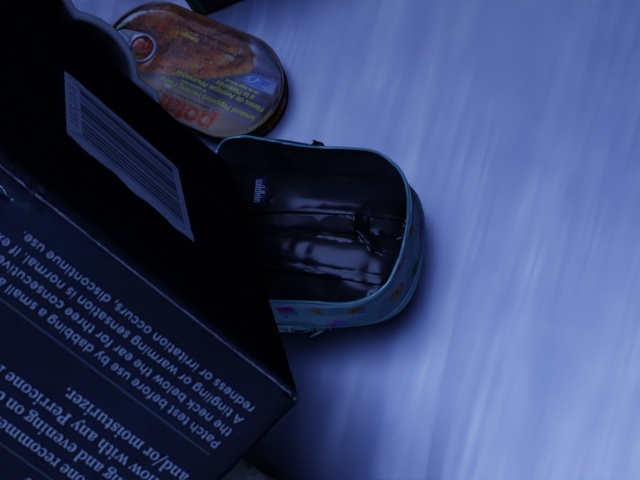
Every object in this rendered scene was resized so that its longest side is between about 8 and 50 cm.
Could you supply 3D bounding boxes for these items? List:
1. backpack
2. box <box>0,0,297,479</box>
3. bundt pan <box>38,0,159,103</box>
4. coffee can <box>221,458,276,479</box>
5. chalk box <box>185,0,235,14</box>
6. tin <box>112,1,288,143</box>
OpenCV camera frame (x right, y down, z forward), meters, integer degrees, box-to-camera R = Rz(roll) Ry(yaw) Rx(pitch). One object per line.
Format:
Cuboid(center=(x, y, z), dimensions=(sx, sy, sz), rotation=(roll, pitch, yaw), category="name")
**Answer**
Cuboid(center=(0.000, 0.000, 1.519), dimensions=(0.188, 0.144, 0.165), rotation=(0, 67, 23), category="backpack")
Cuboid(center=(-0.301, 0.097, 1.270), dimensions=(0.297, 0.480, 0.472), rotation=(41, 100, -21), category="box")
Cuboid(center=(-0.307, -0.077, 1.574), dimensions=(0.331, 0.124, 0.330), rotation=(-1, 95, -10), category="bundt pan")
Cuboid(center=(-0.082, 0.280, 1.392), dimensions=(0.202, 0.275, 0.201), rotation=(-3, 74, 11), category="coffee can")
Cuboid(center=(-0.091, -0.344, 1.618), dimensions=(0.289, 0.180, 0.179), rotation=(-21, 72, 4), category="chalk box")
Cuboid(center=(-0.120, -0.158, 1.648), dimensions=(0.190, 0.040, 0.106), rotation=(25, 77, 17), category="tin")
